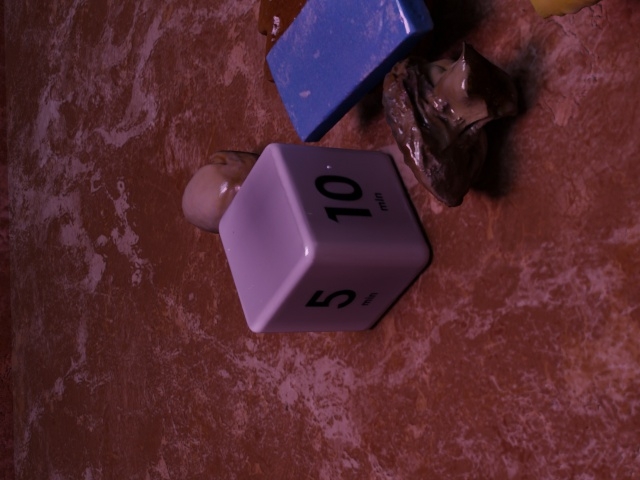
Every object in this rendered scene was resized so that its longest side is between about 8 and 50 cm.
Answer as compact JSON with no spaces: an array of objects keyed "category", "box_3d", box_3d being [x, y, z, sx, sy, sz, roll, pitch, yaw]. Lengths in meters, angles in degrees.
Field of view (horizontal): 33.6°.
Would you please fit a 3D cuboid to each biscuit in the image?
[{"category":"biscuit","box_3d":[-0.034,-0.409,1.654,0.278,0.043,0.302,-53,43,42]}]

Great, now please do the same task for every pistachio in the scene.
[{"category":"pistachio","box_3d":[-0.145,-0.073,1.732,0.238,0.137,0.153,-5,119,58]}]

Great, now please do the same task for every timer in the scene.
[{"category":"timer","box_3d":[0.000,0.000,1.438,0.194,0.194,0.192,-52,47,42]}]

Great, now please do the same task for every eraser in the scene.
[{"category":"eraser","box_3d":[0.027,-0.254,1.369,0.312,0.042,0.144,-38,71,56]}]

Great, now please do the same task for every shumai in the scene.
[{"category":"shumai","box_3d":[0.161,-0.151,1.263,0.153,0.161,0.210,-37,32,26]}]

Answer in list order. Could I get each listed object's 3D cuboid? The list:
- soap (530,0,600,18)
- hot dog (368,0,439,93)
[{"category":"soap","box_3d":[0.288,-0.386,0.918,0.427,0.115,0.306,154,118,-73]},{"category":"hot dog","box_3d":[0.076,-0.330,1.408,0.175,0.114,0.259,22,121,54]}]
